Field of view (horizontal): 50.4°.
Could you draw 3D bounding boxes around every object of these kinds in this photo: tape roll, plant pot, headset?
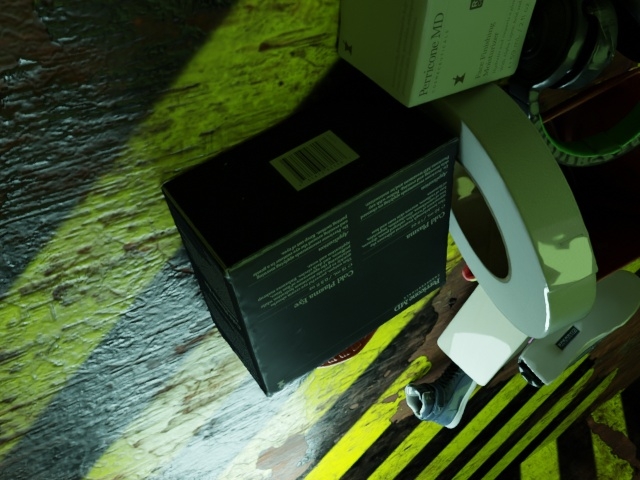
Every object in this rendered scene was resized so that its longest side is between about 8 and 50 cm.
[{"bbox_3d":[0.248,-0.046,0.967,0.072,0.392,0.392,-25,144,-2],"label":"tape roll"},{"bbox_3d":[0.395,-0.099,1.120,0.267,0.236,0.267,-28,104,-7],"label":"plant pot"},{"bbox_3d":[0.365,-0.264,0.840,0.244,0.185,0.394,-20,124,-6],"label":"headset"}]

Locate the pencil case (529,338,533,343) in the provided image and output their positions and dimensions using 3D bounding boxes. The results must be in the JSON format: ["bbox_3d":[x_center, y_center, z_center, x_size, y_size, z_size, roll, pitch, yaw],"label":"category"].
[{"bbox_3d":[0.571,0.084,1.637,0.386,0.160,0.167,94,21,-44],"label":"pencil case"}]

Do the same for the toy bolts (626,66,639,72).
[{"bbox_3d":[0.597,-0.209,1.318,0.159,0.218,0.228,-14,129,-10],"label":"toy bolts"}]

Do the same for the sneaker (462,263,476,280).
[{"bbox_3d":[0.350,0.015,1.409,0.094,0.081,0.208,-22,141,-24],"label":"sneaker"}]

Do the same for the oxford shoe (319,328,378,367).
[{"bbox_3d":[0.070,0.140,1.253,0.271,0.097,0.098,-39,180,18],"label":"oxford shoe"}]

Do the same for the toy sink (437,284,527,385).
[{"bbox_3d":[0.407,0.194,1.570,0.131,0.153,0.234,-22,148,-44],"label":"toy sink"}]

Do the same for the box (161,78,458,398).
[{"bbox_3d":[0.000,0.000,0.956,0.343,0.179,0.312,-30,143,-18],"label":"box"}]

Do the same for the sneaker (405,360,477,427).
[{"bbox_3d":[0.310,0.357,1.729,0.163,0.086,0.226,21,88,-29],"label":"sneaker"}]

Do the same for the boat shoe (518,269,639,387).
[{"bbox_3d":[0.592,0.201,1.586,0.340,0.127,0.158,-41,167,3],"label":"boat shoe"}]

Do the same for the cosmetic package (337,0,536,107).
[{"bbox_3d":[0.139,-0.279,0.820,0.184,0.151,0.151,-23,140,-26],"label":"cosmetic package"}]
